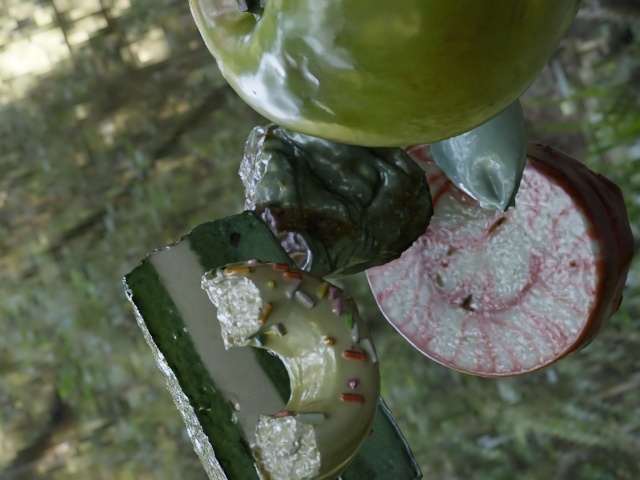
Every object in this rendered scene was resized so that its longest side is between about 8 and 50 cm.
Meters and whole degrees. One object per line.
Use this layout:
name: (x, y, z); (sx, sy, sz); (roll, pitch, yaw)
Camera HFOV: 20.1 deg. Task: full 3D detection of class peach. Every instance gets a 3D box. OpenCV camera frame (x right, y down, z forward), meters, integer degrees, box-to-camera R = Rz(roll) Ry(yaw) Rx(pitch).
peach: (0.056, -0.220, 1.554); (0.314, 0.316, 0.281); (12, 103, 47)

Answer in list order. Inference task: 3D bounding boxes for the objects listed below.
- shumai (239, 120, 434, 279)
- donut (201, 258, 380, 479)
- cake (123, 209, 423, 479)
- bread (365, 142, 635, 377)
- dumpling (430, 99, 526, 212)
shumai: (0.000, 0.000, 2.026); (0.272, 0.222, 0.203); (32, -125, -41)
donut: (-0.007, 0.083, 1.229); (0.065, 0.108, 0.166); (-33, 74, 56)
cake: (-0.057, 0.126, 1.579); (0.283, 0.158, 0.172); (60, 168, 2)
bread: (0.212, 0.015, 2.210); (0.114, 0.328, 0.295); (-24, -47, -61)
dumpling: (0.155, -0.129, 1.931); (0.216, 0.105, 0.149); (66, 162, -8)
